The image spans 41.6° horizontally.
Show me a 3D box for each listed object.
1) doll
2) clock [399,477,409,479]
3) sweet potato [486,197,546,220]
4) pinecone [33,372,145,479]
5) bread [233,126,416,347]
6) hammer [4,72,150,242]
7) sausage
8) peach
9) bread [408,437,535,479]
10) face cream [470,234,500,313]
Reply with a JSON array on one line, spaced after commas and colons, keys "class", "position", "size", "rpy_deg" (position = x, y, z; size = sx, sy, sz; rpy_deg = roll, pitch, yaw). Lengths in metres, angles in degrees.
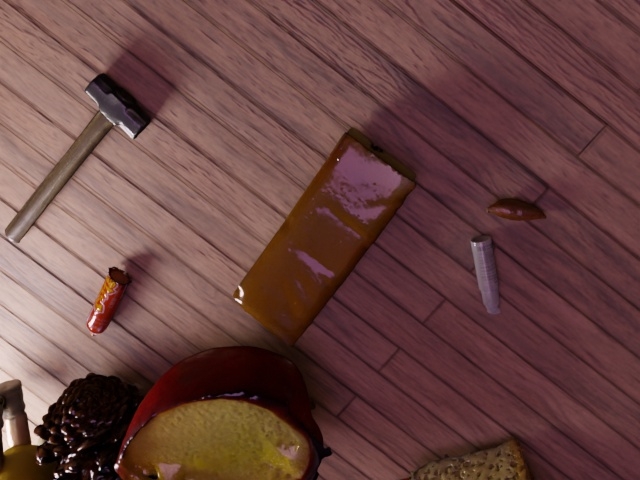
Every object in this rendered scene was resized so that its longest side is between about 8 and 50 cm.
[{"class": "doll", "position": [-0.549, 0.456, 1.528], "size": [0.161, 0.348, 0.424], "rpy_deg": [-19, 69, 17]}, {"class": "clock", "position": [0.157, 0.521, 1.539], "size": [0.113, 0.061, 0.155], "rpy_deg": [-26, 105, 22]}, {"class": "sweet potato", "position": [0.305, -0.047, 1.308], "size": [0.095, 0.034, 0.034], "rpy_deg": [9, 112, -2]}, {"class": "pinecone", "position": [-0.396, 0.358, 1.526], "size": [0.221, 0.221, 0.222], "rpy_deg": [4, 111, 11]}, {"class": "bread", "position": [0.000, 0.000, 1.367], "size": [0.138, 0.077, 0.361], "rpy_deg": [35, 113, -3]}, {"class": "hammer", "position": [-0.435, -0.121, 1.443], "size": [0.111, 0.043, 0.365], "rpy_deg": [43, 115, -7]}, {"class": "sausage", "position": [-0.388, 0.117, 1.516], "size": [0.050, 0.048, 0.145], "rpy_deg": [33, 116, 5]}, {"class": "peach", "position": [-0.171, 0.310, 1.448], "size": [0.361, 0.201, 0.258], "rpy_deg": [-16, 115, 6]}, {"class": "bread", "position": [0.319, 0.530, 1.478], "size": [0.248, 0.279, 0.315], "rpy_deg": [-18, 144, 10]}, {"class": "face cream", "position": [0.268, 0.057, 1.353], "size": [0.034, 0.034, 0.130], "rpy_deg": [-9, 108, 16]}]
